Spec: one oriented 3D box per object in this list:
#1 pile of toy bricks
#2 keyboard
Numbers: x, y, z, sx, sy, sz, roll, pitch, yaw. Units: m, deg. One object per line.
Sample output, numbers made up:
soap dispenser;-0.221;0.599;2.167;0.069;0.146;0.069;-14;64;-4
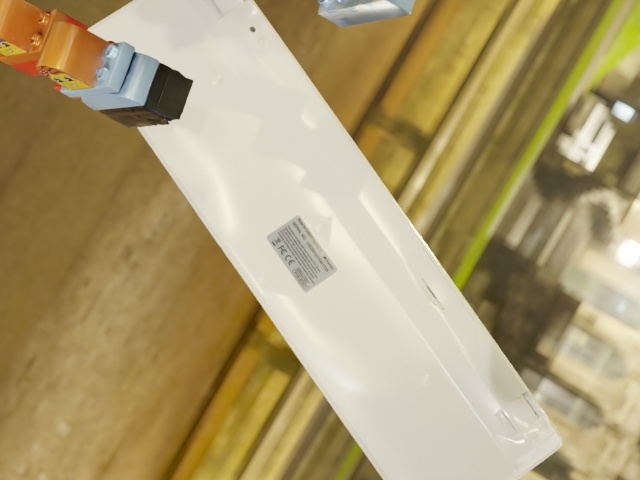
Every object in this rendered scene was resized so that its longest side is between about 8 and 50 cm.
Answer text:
pile of toy bricks;-0.058;-0.110;0.521;0.212;0.105;0.118;-1;-113;53
keyboard;0.000;0.000;0.723;0.072;0.256;0.014;-35;177;-5
